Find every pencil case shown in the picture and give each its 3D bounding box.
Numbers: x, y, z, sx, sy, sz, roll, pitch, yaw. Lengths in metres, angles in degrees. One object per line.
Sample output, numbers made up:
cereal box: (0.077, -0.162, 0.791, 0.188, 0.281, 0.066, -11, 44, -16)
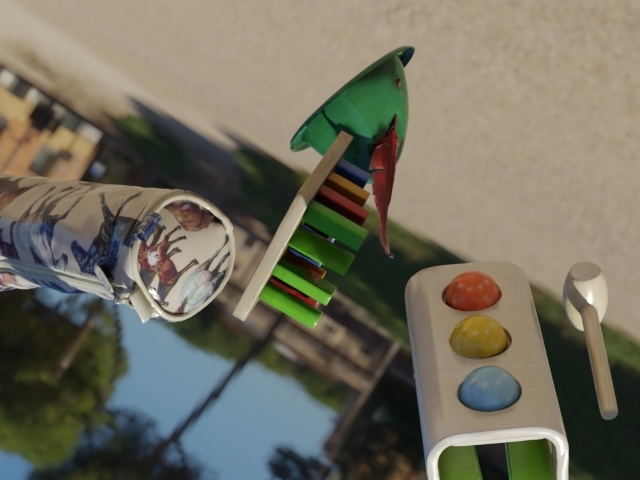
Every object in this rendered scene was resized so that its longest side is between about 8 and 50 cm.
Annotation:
pencil case: (-0.313, 0.005, 2.274, 0.410, 0.183, 0.160, 7, 120, 41)

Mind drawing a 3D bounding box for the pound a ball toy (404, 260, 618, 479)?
pound a ball toy: (0.191, 0.114, 1.665, 0.208, 0.136, 0.319, -6, -148, 2)

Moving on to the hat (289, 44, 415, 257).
hat: (0.081, -0.086, 1.944, 0.183, 0.208, 0.173, 50, 162, 7)

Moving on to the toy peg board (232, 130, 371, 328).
toy peg board: (0.000, 0.000, 1.752, 0.079, 0.161, 0.161, 31, -149, 2)
